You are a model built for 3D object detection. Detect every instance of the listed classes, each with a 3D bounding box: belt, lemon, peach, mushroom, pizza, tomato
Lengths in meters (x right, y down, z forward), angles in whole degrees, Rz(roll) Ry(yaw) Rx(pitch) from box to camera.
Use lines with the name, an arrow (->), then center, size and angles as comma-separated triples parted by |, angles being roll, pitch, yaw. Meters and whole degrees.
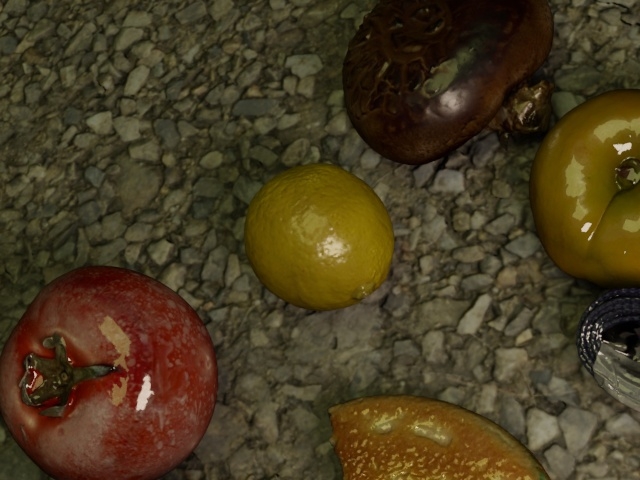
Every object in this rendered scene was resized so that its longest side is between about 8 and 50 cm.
belt -> 0.402, 0.130, 1.609 | 0.231, 0.126, 0.139 | 21, 101, 28
lemon -> 0.000, 0.000, 1.791 | 0.178, 0.178, 0.203 | -37, 59, -1
peach -> 0.364, -0.058, 1.709 | 0.251, 0.153, 0.251 | -8, 69, 23
mushroom -> 0.162, -0.225, 1.856 | 0.278, 0.163, 0.297 | 29, 75, 30
pizza -> 0.114, 0.290, 1.650 | 0.290, 0.081, 0.228 | 14, 63, 26
tomato -> -0.245, 0.168, 1.762 | 0.270, 0.227, 0.270 | -6, 80, 34
